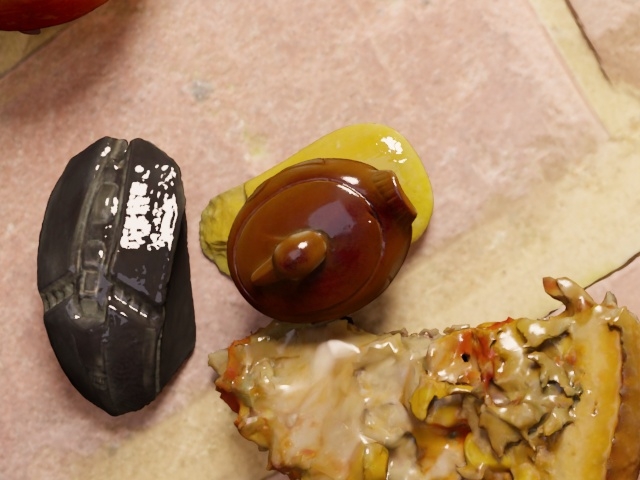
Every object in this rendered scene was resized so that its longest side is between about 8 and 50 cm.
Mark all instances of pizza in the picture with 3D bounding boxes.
[{"bbox_3d":[0.080,0.109,0.831,0.287,0.074,0.251,46,102,12],"label":"pizza"}]

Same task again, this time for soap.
[{"bbox_3d":[-0.007,-0.013,0.879,0.168,0.033,0.089,-27,82,20],"label":"soap"}]

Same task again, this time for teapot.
[{"bbox_3d":[0.000,0.000,0.818,0.129,0.078,0.098,-27,91,19],"label":"teapot"}]

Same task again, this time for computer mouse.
[{"bbox_3d":[-0.142,0.025,0.914,0.106,0.062,0.192,3,93,20],"label":"computer mouse"}]

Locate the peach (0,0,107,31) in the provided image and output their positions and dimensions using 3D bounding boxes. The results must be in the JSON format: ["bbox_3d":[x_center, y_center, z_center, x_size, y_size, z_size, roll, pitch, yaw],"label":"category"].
[{"bbox_3d":[-0.204,-0.256,0.860,0.244,0.199,0.243,8,107,28],"label":"peach"}]

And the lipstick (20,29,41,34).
[{"bbox_3d":[-0.247,-0.185,0.965,0.129,0.030,0.030,38,103,15],"label":"lipstick"}]
